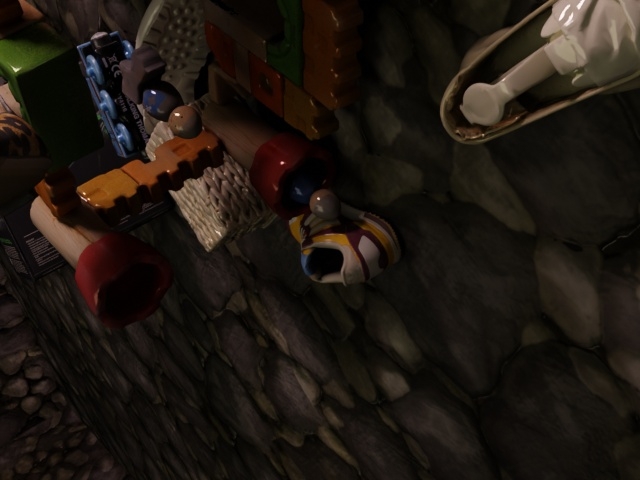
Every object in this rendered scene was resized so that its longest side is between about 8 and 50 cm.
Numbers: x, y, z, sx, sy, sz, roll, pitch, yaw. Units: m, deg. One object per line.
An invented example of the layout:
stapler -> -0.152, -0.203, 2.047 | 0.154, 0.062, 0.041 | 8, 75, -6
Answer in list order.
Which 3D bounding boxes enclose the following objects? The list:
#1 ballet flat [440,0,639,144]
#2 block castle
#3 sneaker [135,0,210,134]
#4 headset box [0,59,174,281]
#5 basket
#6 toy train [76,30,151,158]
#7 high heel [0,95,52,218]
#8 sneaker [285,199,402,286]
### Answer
ballet flat -> 0.156, -0.117, 0.561 | 0.086, 0.086, 0.248 | 60, 154, -2
block castle -> -0.123, -0.156, 0.762 | 0.213, 0.303, 0.453 | 39, 149, 31
sneaker -> -0.189, -0.227, 1.057 | 0.235, 0.090, 0.095 | 118, 138, -54
headset box -> -0.402, -0.122, 1.346 | 0.131, 0.246, 0.283 | 7, 124, 58
basket -> -0.121, -0.081, 1.057 | 0.167, 0.103, 0.113 | 57, 155, 2
toy train -> -0.279, -0.201, 1.243 | 0.105, 0.080, 0.184 | 16, 132, 62
high heel -> -0.276, -0.103, 0.631 | 0.186, 0.093, 0.261 | 59, 167, -8
sneaker -> 0.000, 0.000, 0.951 | 0.185, 0.083, 0.070 | 16, 131, 54
